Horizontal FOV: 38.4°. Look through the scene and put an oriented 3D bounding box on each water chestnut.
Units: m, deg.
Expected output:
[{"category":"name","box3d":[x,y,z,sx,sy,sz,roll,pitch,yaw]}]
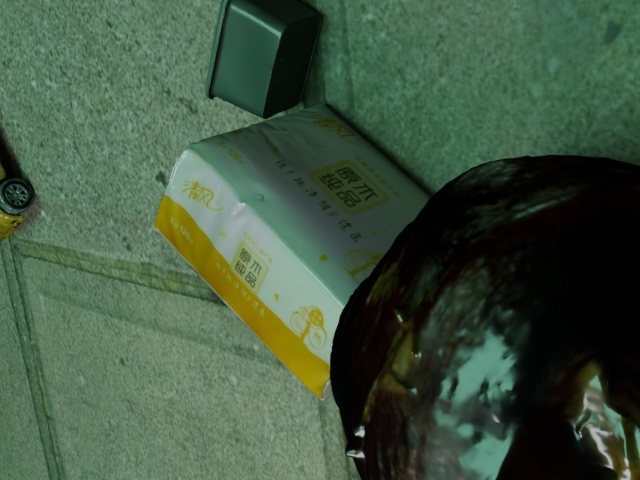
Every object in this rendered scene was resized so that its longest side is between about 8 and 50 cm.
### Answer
[{"category":"water chestnut","box3d":[0.183,0.118,0.592,0.347,0.335,0.335,-146,48,-64]}]

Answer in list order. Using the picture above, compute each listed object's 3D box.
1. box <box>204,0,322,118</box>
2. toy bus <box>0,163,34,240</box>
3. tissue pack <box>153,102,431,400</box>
[{"category":"box","box3d":[-0.053,-0.178,0.869,0.069,0.084,0.122,33,128,21]},{"category":"toy bus","box3d":[-0.540,-0.155,1.319,0.121,0.123,0.336,-27,87,47]},{"category":"tissue pack","box3d":[0.000,0.000,0.813,0.225,0.185,0.124,44,131,22]}]
